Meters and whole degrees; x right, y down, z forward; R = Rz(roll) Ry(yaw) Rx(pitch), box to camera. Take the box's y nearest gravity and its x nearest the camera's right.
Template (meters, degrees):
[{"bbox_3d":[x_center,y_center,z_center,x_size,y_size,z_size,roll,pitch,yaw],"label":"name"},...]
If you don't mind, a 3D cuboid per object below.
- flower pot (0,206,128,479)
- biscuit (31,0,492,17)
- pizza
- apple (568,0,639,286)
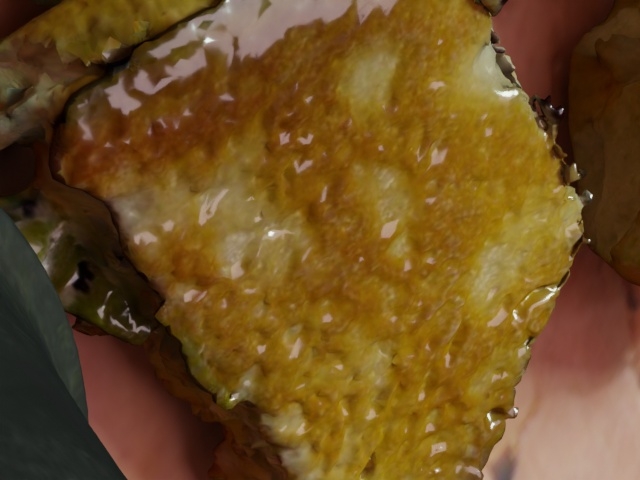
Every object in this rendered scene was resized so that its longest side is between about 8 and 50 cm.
[{"bbox_3d":[-0.102,0.101,0.372,0.235,0.148,0.235,-24,127,-36],"label":"flower pot"},{"bbox_3d":[-0.024,-0.107,0.510,0.139,0.016,0.231,-45,136,4],"label":"biscuit"},{"bbox_3d":[0.000,0.000,0.552,0.147,0.069,0.226,-41,129,-6],"label":"pizza"},{"bbox_3d":[0.164,-0.045,0.676,0.147,0.156,0.158,-6,129,-45],"label":"apple"}]
